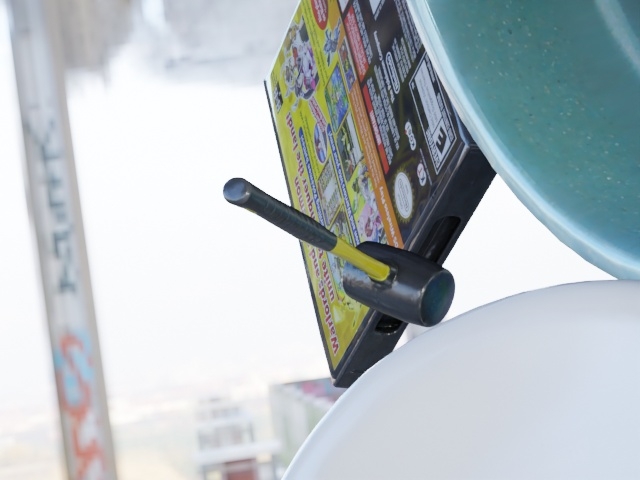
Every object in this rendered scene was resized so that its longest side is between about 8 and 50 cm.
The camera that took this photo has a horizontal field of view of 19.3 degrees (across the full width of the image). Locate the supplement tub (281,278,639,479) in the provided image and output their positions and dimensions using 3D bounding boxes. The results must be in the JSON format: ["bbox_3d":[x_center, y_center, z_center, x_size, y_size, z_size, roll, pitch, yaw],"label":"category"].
[{"bbox_3d":[0.137,0.186,0.680,0.235,0.235,0.325,-9,-36,26],"label":"supplement tub"}]

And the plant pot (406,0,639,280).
[{"bbox_3d":[0.246,-0.180,0.747,0.334,0.341,0.341,-16,1,-27],"label":"plant pot"}]

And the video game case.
[{"bbox_3d":[0.034,-0.085,1.229,0.035,0.275,0.248,3,-39,-21],"label":"video game case"}]

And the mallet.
[{"bbox_3d":[0.000,0.000,1.025,0.062,0.039,0.189,19,-6,44],"label":"mallet"}]
